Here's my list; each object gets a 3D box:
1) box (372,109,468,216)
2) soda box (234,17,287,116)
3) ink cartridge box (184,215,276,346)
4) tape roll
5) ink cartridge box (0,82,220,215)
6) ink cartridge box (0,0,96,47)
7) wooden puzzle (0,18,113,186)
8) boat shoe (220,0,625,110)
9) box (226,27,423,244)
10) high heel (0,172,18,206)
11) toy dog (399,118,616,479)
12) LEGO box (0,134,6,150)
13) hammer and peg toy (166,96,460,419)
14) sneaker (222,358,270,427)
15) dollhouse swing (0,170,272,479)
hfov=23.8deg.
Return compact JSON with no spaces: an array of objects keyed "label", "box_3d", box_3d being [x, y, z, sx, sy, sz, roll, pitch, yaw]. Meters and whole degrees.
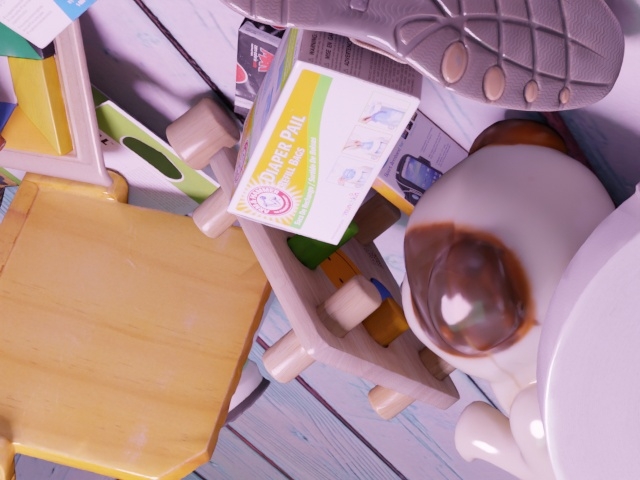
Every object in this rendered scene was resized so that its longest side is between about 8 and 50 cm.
[{"label":"box","box_3d":[0.085,-0.072,1.411,0.136,0.081,0.028,37,158,-26]},{"label":"soda box","box_3d":[-0.042,-0.162,1.383,0.060,0.053,0.169,24,159,5]},{"label":"ink cartridge box","box_3d":[-0.242,0.037,1.998,0.307,0.129,0.223,36,155,-25]},{"label":"tape roll","box_3d":[0.359,0.109,1.170,0.392,0.392,0.072,30,-158,-10]},{"label":"ink cartridge box","box_3d":[-0.224,-0.104,1.691,0.189,0.097,0.255,38,145,-30]},{"label":"ink cartridge box","box_3d":[-0.242,-0.293,1.133,0.232,0.168,0.171,33,158,-20]},{"label":"wooden puzzle","box_3d":[-0.323,-0.170,1.574,0.221,0.044,0.239,10,124,36]},{"label":"boat shoe","box_3d":[0.071,-0.188,1.131,0.324,0.123,0.116,21,-166,-5]},{"label":"box","box_3d":[0.004,-0.106,1.262,0.103,0.114,0.203,17,141,-11]},{"label":"high heel","box_3d":[-0.391,-0.069,1.960,0.186,0.093,0.261,28,152,13]},{"label":"toy dog","box_3d":[0.251,0.083,1.320,0.407,0.285,0.395,30,151,-10]},{"label":"LEGO box","box_3d":[-0.602,-0.180,1.618,0.500,0.193,0.372,47,156,-7]},{"label":"hammer and peg toy","box_3d":[0.000,0.000,1.525,0.266,0.127,0.361,27,-152,-50]},{"label":"sneaker","box_3d":[-0.237,0.116,1.885,0.410,0.158,0.182,1,117,44]},{"label":"dollhouse swing","box_3d":[-0.239,0.140,1.658,0.304,0.347,0.315,18,151,1]}]
